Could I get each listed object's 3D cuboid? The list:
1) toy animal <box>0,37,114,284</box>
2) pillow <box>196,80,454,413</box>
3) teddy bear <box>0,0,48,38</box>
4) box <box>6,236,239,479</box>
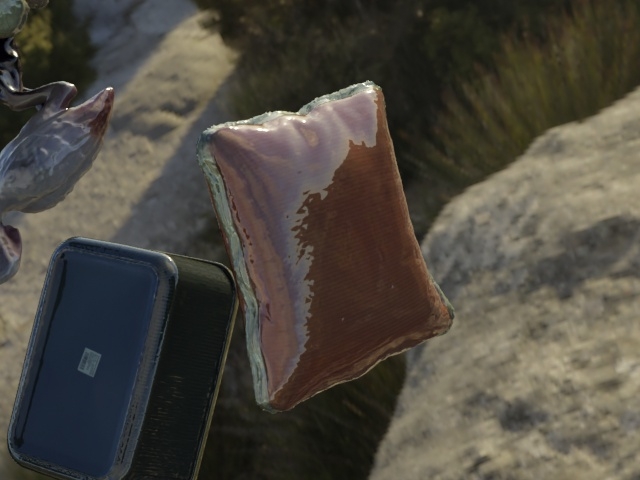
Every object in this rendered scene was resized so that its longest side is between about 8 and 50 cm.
[{"bbox_3d":[-0.334,-0.075,1.513,0.195,0.090,0.324,-3,68,5],"label":"toy animal"},{"bbox_3d":[0.000,0.000,0.847,0.171,0.179,0.075,-21,8,-42],"label":"pillow"},{"bbox_3d":[-0.426,-0.300,1.524,0.236,0.151,0.267,-5,9,-23],"label":"teddy bear"},{"bbox_3d":[-0.162,0.101,1.071,0.144,0.090,0.201,11,85,33],"label":"box"}]
